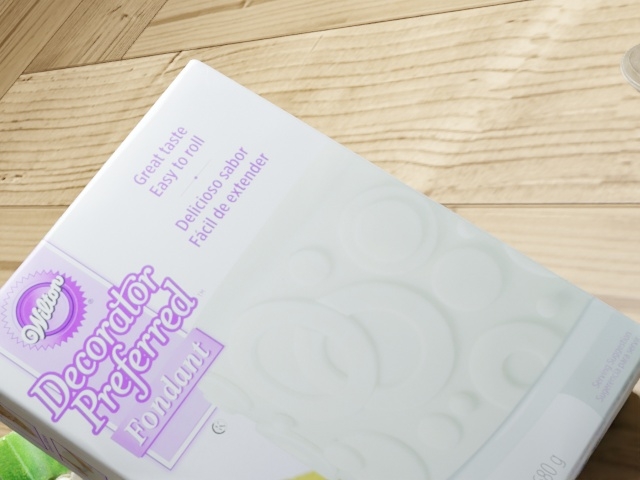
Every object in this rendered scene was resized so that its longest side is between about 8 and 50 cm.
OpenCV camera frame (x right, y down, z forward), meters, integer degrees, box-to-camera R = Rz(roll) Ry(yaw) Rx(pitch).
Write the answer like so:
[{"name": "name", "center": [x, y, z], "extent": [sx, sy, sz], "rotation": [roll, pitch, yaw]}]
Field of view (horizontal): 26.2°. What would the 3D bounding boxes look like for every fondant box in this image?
[{"name": "fondant box", "center": [-0.010, 0.077, 0.808], "extent": [0.330, 0.096, 0.238], "rotation": [31, 69, 15]}]

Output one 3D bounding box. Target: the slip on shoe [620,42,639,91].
[{"name": "slip on shoe", "center": [0.261, -0.126, 1.005], "extent": [0.051, 0.041, 0.135], "rotation": [-40, 31, 1]}]

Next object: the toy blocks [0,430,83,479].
[{"name": "toy blocks", "center": [-0.176, 0.155, 1.009], "extent": [0.288, 0.309, 0.260], "rotation": [-32, -3, -7]}]
